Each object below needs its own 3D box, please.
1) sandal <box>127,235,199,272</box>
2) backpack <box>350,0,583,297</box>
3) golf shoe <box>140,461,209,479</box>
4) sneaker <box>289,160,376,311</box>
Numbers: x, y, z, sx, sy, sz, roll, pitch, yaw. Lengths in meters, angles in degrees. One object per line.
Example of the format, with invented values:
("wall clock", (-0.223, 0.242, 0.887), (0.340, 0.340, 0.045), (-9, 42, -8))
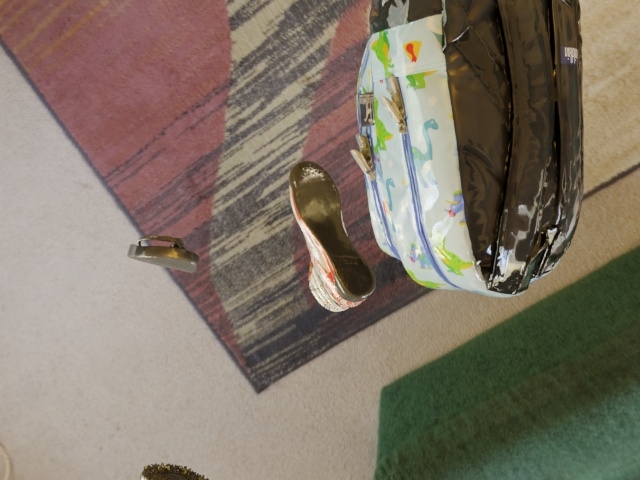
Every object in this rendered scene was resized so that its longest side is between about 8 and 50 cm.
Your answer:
("sandal", (-0.290, 0.015, 0.999), (0.097, 0.254, 0.054), (21, 80, -33))
("backpack", (0.180, -0.111, 0.652), (0.273, 0.290, 0.355), (-15, 94, 51))
("golf shoe", (-0.170, 0.384, 0.778), (0.198, 0.077, 0.094), (28, 91, -4))
("sneaker", (-0.001, 0.001, 1.013), (0.090, 0.145, 0.270), (-20, 77, -23))
